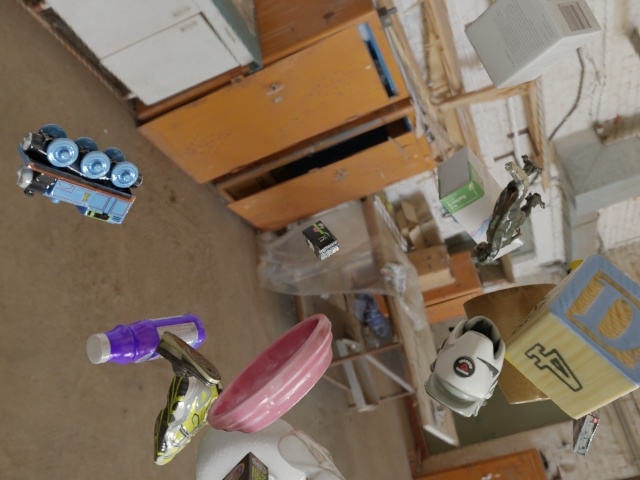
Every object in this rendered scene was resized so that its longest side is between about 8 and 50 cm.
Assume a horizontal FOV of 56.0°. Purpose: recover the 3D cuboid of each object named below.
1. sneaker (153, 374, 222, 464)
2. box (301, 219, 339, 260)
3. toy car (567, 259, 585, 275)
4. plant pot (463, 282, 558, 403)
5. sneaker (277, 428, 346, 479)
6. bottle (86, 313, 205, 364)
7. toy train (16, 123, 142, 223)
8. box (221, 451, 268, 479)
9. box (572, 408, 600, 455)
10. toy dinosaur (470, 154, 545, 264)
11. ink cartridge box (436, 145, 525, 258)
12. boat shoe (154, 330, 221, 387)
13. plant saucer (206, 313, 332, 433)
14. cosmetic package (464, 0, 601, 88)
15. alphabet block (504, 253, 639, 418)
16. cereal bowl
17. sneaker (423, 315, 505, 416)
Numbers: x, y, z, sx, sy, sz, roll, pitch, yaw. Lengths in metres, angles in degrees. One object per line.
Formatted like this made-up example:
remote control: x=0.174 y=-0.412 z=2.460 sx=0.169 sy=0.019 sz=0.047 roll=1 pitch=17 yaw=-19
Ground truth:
sneaker: x=-0.412 y=0.559 z=1.829 sx=0.147 sy=0.385 sz=0.145 roll=12 pitch=37 yaw=-26
box: x=0.000 y=0.000 z=1.603 sx=0.083 sy=0.062 sz=0.052 roll=48 pitch=-17 yaw=33
toy car: x=0.696 y=0.185 z=1.552 sx=0.053 sy=0.239 sz=0.225 roll=32 pitch=-1 yaw=-38
plant pot: x=0.486 y=0.257 z=1.451 sx=0.237 sy=0.237 sz=0.254 roll=38 pitch=43 yaw=-65
sneaker: x=0.010 y=0.458 z=1.191 sx=0.212 sy=0.080 sz=0.094 roll=50 pitch=12 yaw=16
bottle: x=-0.413 y=0.239 z=1.439 sx=0.283 sy=0.118 sz=0.092 roll=0 pitch=61 yaw=-53
toy train: x=-0.353 y=-0.095 z=0.883 sx=0.184 sy=0.105 sz=0.080 roll=20 pitch=15 yaw=-48
box: x=-0.213 y=0.570 z=1.175 sx=0.060 sy=0.270 sz=0.216 roll=44 pitch=0 yaw=-8
box: x=0.561 y=0.375 z=1.274 sx=0.137 sy=0.027 sz=0.094 roll=-37 pitch=140 yaw=-63
toy dinosaur: x=0.292 y=-0.055 z=0.906 sx=0.064 sy=0.118 sz=0.268 roll=36 pitch=-25 yaw=23
ink cartridge box: x=0.361 y=-0.084 z=1.364 sx=0.212 sy=0.093 sz=0.154 roll=42 pitch=32 yaw=-22
boat shoe: x=-0.229 y=0.212 z=1.033 sx=0.152 sy=0.049 sz=0.056 roll=30 pitch=-5 yaw=39
plant saucer: x=-0.093 y=0.294 z=1.293 sx=0.084 sy=0.332 sz=0.332 roll=49 pitch=17 yaw=-4
cosmetic package: x=0.432 y=-0.432 z=1.238 sx=0.151 sy=0.183 sz=0.151 roll=-21 pitch=82 yaw=-36
alphabet block: x=0.493 y=0.179 z=1.120 sx=0.193 sy=0.192 sz=0.197 roll=44 pitch=-30 yaw=15
cereal bowl: x=-0.200 y=0.679 z=1.748 sx=0.141 sy=0.339 sz=0.339 roll=-101 pitch=167 yaw=-67
sneaker: x=0.270 y=0.206 z=1.057 sx=0.146 sy=0.122 sz=0.330 roll=-63 pitch=167 yaw=2
